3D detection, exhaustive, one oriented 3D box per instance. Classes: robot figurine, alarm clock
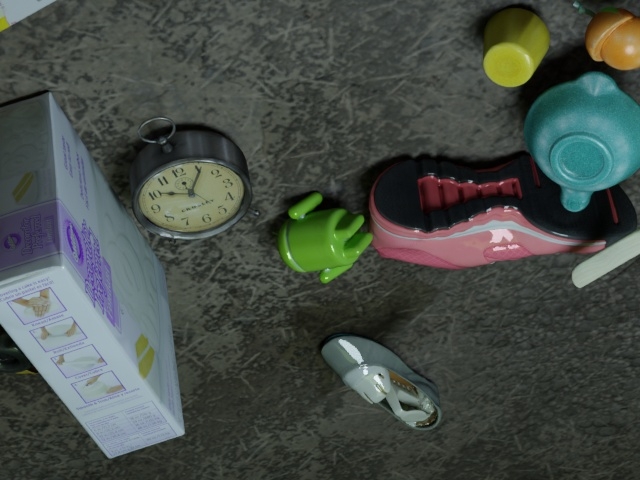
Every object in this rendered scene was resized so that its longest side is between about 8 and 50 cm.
[{"bbox_3d":[0.000,0.000,2.000,0.115,0.067,0.101,-10,118,36],"label":"robot figurine"},{"bbox_3d":[-0.146,-0.073,1.892,0.129,0.064,0.192,-18,143,8],"label":"alarm clock"}]

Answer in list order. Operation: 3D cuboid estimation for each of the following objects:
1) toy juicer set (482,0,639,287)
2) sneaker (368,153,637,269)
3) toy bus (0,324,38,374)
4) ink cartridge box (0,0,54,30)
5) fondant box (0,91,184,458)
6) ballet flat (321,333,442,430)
[{"bbox_3d":[0.314,-0.113,1.861,0.209,0.089,0.329,-12,121,25],"label":"toy juicer set"},{"bbox_3d":[0.200,-0.026,2.026,0.313,0.116,0.136,2,152,-9],"label":"sneaker"},{"bbox_3d":[-0.415,0.052,1.927,0.211,0.149,0.220,-7,145,15],"label":"toy bus"},{"bbox_3d":[-0.330,-0.253,1.616,0.231,0.078,0.134,-25,138,16],"label":"ink cartridge box"},{"bbox_3d":[-0.252,0.042,1.866,0.096,0.238,0.330,-18,141,9],"label":"fondant box"},{"bbox_3d":[0.085,0.184,2.258,0.072,0.068,0.213,-34,136,25],"label":"ballet flat"}]
